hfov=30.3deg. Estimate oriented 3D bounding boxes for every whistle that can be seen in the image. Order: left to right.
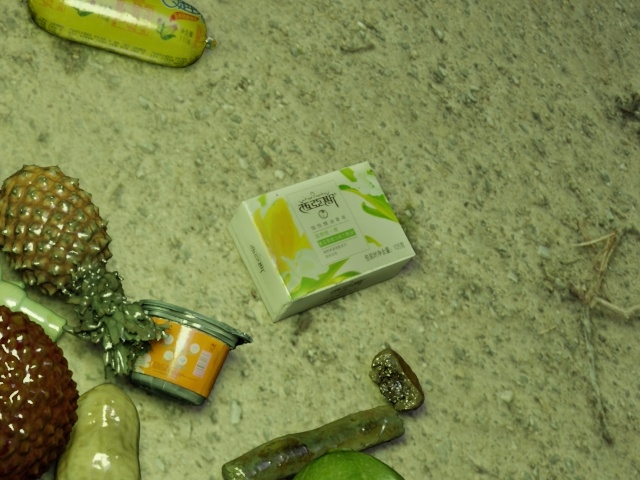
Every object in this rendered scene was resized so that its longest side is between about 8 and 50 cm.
[{"bbox_3d":[-0.506,0.077,1.801,0.258,0.067,0.126,32,59,-8],"label":"whistle"}]

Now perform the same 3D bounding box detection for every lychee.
[{"bbox_3d":[-0.477,0.223,1.632,0.276,0.304,0.275,32,26,-18],"label":"lychee"}]

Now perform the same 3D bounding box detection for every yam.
[{"bbox_3d":[-0.008,0.329,1.880,0.317,0.071,0.067,-15,103,-28],"label":"yam"}]

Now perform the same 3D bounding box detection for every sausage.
[{"bbox_3d":[-0.346,-0.384,2.048,0.347,0.123,0.123,13,62,-15],"label":"sausage"}]

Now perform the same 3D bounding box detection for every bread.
[{"bbox_3d":[0.127,0.237,1.974,0.060,0.082,0.113,-37,76,9],"label":"bread"}]

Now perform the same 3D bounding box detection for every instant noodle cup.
[{"bbox_3d":[-0.219,0.180,1.819,0.177,0.208,0.125,37,67,-51],"label":"instant noodle cup"}]

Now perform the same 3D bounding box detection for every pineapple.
[{"bbox_3d":[-0.360,0.041,1.776,0.175,0.175,0.361,-28,59,-30],"label":"pineapple"}]

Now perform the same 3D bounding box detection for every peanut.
[{"bbox_3d":[-0.322,0.317,1.725,0.129,0.129,0.224,4,63,-20],"label":"peanut"}]

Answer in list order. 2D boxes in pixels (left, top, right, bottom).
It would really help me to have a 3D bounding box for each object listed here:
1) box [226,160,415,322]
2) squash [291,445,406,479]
[{"bbox_3d":[0.000,0.000,2.014,0.260,0.111,0.194,-21,75,-26],"label":"box"},{"bbox_3d":[0.028,0.460,1.725,0.310,0.310,0.309,-11,57,-26],"label":"squash"}]
